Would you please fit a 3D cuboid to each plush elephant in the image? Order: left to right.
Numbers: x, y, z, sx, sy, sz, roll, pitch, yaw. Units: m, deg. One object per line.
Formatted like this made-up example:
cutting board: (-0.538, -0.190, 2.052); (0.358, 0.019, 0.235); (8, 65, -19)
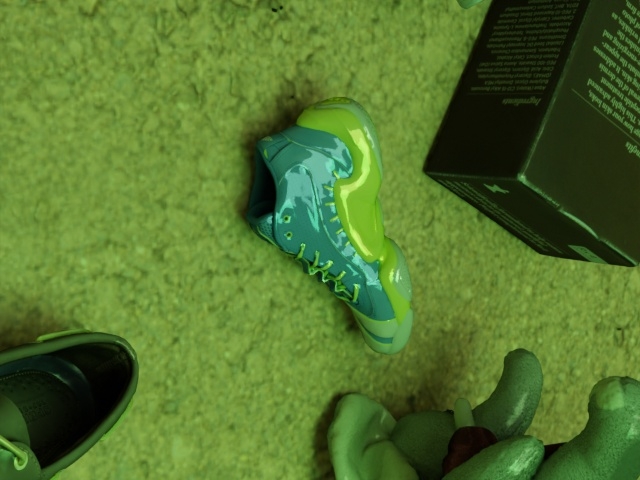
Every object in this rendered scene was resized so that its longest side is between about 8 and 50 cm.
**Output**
plush elephant: (0.162, 0.218, 1.331); (0.330, 0.255, 0.272); (-44, 134, 10)

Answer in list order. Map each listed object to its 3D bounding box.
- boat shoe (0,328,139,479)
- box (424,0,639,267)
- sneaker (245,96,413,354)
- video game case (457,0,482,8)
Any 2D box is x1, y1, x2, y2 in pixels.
boat shoe: (-0.233, 0.135, 1.013); (0.116, 0.097, 0.324); (57, 25, 4)
box: (0.270, -0.186, 1.441); (0.191, 0.143, 0.381); (33, 73, -36)
sneaker: (0.000, 0.000, 1.297); (0.126, 0.091, 0.240); (-18, 107, -16)
video game case: (0.165, -0.412, 1.304); (0.300, 0.036, 0.329); (-32, 95, -19)
